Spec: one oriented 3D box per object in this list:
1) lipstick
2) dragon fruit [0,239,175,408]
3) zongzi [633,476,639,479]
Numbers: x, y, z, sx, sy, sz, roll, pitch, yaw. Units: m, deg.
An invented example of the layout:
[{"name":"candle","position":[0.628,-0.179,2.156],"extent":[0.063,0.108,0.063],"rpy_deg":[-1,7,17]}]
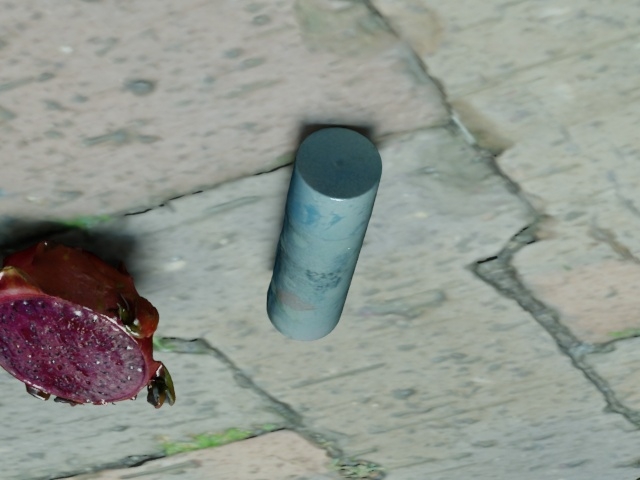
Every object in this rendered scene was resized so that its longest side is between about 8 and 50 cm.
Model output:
[{"name":"lipstick","position":[0.000,0.000,1.044],"extent":[0.048,0.048,0.158],"rpy_deg":[3,148,-7]},{"name":"dragon fruit","position":[-0.144,0.041,1.092],"extent":[0.126,0.068,0.112],"rpy_deg":[6,139,11]},{"name":"zongzi","position":[0.336,0.169,1.315],"extent":[0.160,0.078,0.176],"rpy_deg":[15,155,-25]}]
